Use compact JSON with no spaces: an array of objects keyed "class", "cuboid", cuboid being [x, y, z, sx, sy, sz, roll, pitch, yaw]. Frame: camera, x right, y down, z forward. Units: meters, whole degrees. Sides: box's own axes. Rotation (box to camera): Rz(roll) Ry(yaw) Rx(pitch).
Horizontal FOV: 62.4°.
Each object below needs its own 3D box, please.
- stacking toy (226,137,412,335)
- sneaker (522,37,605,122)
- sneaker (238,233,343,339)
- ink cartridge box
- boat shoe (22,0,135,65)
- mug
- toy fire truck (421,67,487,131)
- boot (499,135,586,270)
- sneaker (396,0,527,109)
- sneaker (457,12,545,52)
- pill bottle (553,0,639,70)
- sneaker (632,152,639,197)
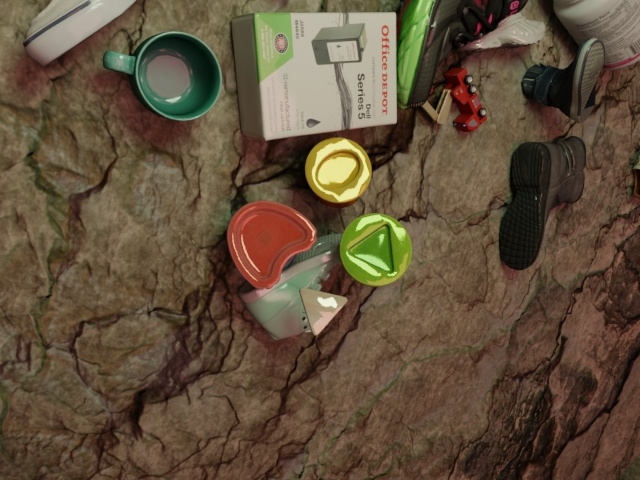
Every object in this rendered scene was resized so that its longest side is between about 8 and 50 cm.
[{"class":"stacking toy","cuboid":[0.000,0.000,0.988,0.309,0.130,0.279,-37,88,-9]},{"class":"sneaker","cuboid":[0.534,-0.376,1.182,0.086,0.163,0.226,-41,148,-8]},{"class":"sneaker","cuboid":[-0.021,0.096,1.066,0.256,0.094,0.151,-30,113,-7]},{"class":"ink cartridge box","cuboid":[-0.003,-0.296,0.937,0.273,0.115,0.198,-13,112,-26]},{"class":"boat shoe","cuboid":[-0.296,-0.409,0.720,0.367,0.136,0.156,-49,123,-11]},{"class":"mug","cuboid":[-0.240,-0.264,0.821,0.129,0.097,0.158,-49,122,-7]},{"class":"toy fire truck","cuboid":[0.274,-0.297,1.138,0.135,0.047,0.192,-43,123,-11]},{"class":"boot","cuboid":[0.586,-0.092,1.352,0.223,0.118,0.338,-8,114,-33]},{"class":"sneaker","cuboid":[0.282,-0.455,0.985,0.202,0.185,0.483,29,92,-5]},{"class":"sneaker","cuboid":[0.394,-0.470,1.130,0.232,0.090,0.115,-15,110,-26]},{"class":"pill bottle","cuboid":[0.638,-0.534,1.204,0.283,0.160,0.160,30,90,-34]},{"class":"sneaker","cuboid":[0.981,-0.254,1.526,0.123,0.106,0.290,-10,112,-30]}]
